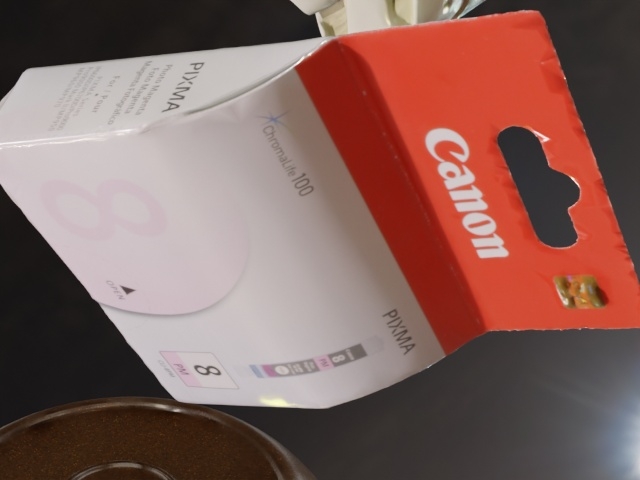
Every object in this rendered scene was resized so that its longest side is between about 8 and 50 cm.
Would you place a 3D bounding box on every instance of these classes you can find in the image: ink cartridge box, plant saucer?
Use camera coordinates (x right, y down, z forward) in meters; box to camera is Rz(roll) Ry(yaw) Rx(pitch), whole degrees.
[{"bbox_3d":[0.000,0.000,0.583,0.189,0.232,0.066,59,-136,-41],"label":"ink cartridge box"},{"bbox_3d":[-0.135,0.191,0.938,0.311,0.311,0.050,-27,-50,-44],"label":"plant saucer"}]

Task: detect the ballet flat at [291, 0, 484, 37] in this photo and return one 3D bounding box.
[{"bbox_3d":[0.004,-0.165,0.736,0.342,0.116,0.124,31,-136,-53],"label":"ballet flat"}]
